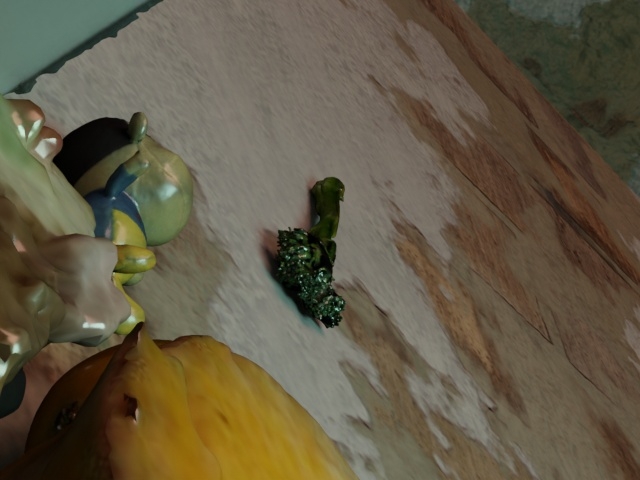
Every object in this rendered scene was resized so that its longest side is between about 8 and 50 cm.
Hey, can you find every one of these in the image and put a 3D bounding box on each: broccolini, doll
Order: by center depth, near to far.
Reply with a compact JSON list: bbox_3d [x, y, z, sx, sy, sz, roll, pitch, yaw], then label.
[{"bbox_3d":[-0.119,-0.019,1.060,0.089,0.102,0.179,1,40,-16],"label":"doll"},{"bbox_3d":[-0.008,-0.001,1.404,0.058,0.071,0.254,7,18,-3],"label":"broccolini"}]

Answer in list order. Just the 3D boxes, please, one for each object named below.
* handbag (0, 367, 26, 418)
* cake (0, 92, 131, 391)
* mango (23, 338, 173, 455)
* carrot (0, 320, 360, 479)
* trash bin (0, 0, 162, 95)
[{"bbox_3d":[-0.213,-0.024,0.690,0.254,0.093,0.308,52,-2,3],"label":"handbag"},{"bbox_3d":[-0.231,0.018,0.399,0.255,0.282,0.290,51,11,-6],"label":"cake"},{"bbox_3d":[-0.065,0.123,0.861,0.151,0.120,0.221,60,12,14],"label":"mango"},{"bbox_3d":[-0.091,0.165,0.488,0.196,0.254,0.196,49,20,-25],"label":"carrot"},{"bbox_3d":[-0.246,-0.270,1.003,0.367,0.256,0.296,53,14,-25],"label":"trash bin"}]
